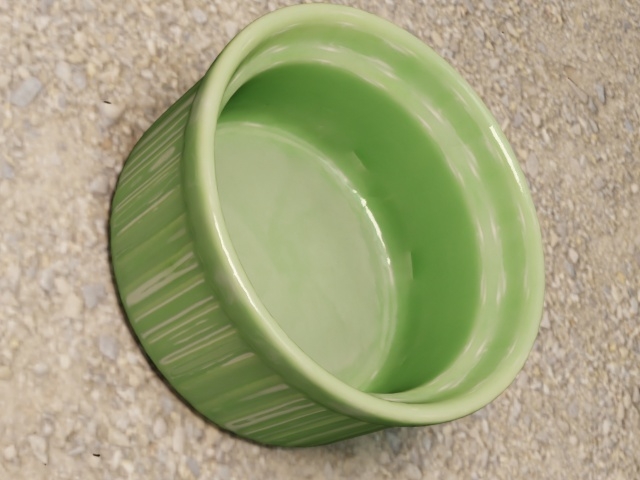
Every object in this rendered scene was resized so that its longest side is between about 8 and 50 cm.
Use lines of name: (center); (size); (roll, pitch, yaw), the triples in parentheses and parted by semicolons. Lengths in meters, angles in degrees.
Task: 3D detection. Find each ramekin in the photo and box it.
ramekin: (0.000, 0.000, 1.124); (0.303, 0.148, 0.303); (19, 59, -34)
